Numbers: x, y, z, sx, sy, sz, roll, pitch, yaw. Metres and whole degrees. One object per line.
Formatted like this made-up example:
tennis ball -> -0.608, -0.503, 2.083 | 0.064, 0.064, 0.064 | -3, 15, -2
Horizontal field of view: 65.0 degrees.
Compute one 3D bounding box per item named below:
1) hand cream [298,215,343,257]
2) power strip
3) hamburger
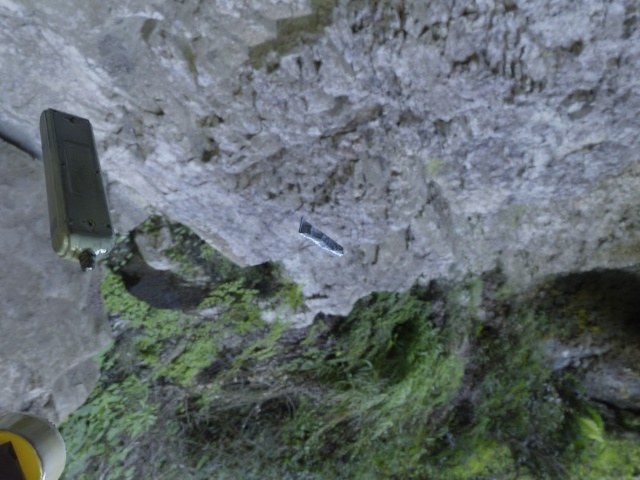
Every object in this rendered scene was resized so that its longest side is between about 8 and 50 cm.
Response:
hand cream -> 0.000, 0.000, 0.732 | 0.093, 0.019, 0.030 | 34, 48, -32
power strip -> -0.436, -0.095, 0.895 | 0.092, 0.066, 0.387 | 9, 43, -42
hamburger -> -0.427, 0.304, 0.699 | 0.126, 0.141, 0.081 | 53, 1, -4
